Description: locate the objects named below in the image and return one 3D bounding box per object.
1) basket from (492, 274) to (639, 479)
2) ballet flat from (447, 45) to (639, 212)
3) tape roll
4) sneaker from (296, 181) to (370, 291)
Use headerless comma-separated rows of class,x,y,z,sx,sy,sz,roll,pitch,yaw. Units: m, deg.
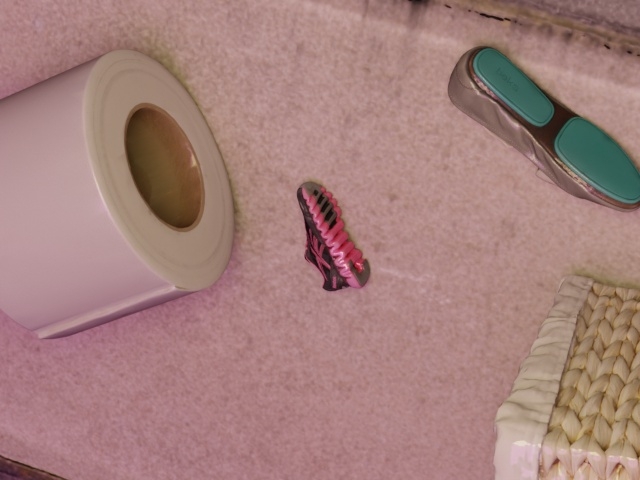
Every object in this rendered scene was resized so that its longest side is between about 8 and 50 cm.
basket,0.305,0.247,1.399,0.266,0.331,0.328,6,114,18
ballet flat,0.207,-0.095,1.476,0.213,0.072,0.068,42,145,3
tape roll,-0.217,-0.044,1.542,0.169,0.246,0.246,-20,101,25
sneaker,0.000,0.000,1.593,0.057,0.047,0.119,-20,100,37
